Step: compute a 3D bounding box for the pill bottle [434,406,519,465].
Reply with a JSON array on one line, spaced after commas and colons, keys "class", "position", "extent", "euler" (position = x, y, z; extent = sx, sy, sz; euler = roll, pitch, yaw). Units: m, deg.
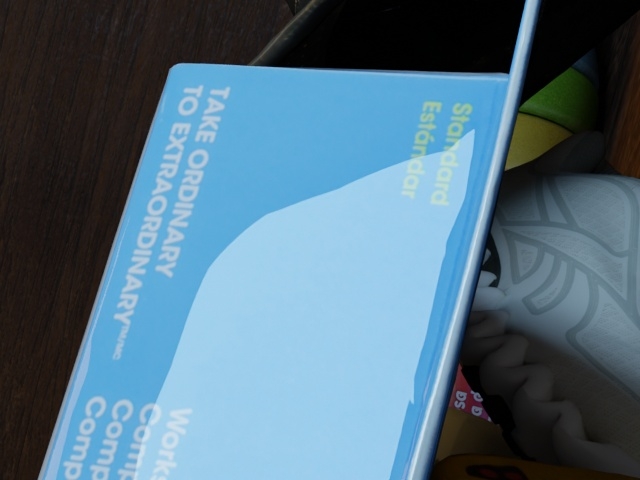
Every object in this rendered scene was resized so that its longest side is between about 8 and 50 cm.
[{"class": "pill bottle", "position": [0.023, 0.196, 0.761], "extent": [0.229, 0.131, 0.131], "euler": [-61, -3, -25]}]

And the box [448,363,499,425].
[{"class": "box", "position": [0.042, 0.199, 0.912], "extent": [0.128, 0.123, 0.257], "euler": [109, 174, -62]}]

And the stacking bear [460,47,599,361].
[{"class": "stacking bear", "position": [0.087, -0.051, 1.021], "extent": [0.164, 0.175, 0.289], "euler": [121, 155, -71]}]

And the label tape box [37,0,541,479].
[{"class": "label tape box", "position": [-0.033, 0.086, 0.545], "extent": [0.347, 0.115, 0.249], "euler": [98, -173, -69]}]

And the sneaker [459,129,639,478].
[{"class": "sneaker", "position": [0.111, 0.034, 0.685], "extent": [0.110, 0.118, 0.292], "euler": [58, -177, -27]}]

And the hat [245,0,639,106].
[{"class": "hat", "position": [0.054, -0.152, 0.673], "extent": [0.331, 0.134, 0.331], "euler": [-35, -14, -10]}]

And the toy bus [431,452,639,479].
[{"class": "toy bus", "position": [0.049, 0.243, 0.521], "extent": [0.130, 0.108, 0.332], "euler": [-130, 53, -66]}]
